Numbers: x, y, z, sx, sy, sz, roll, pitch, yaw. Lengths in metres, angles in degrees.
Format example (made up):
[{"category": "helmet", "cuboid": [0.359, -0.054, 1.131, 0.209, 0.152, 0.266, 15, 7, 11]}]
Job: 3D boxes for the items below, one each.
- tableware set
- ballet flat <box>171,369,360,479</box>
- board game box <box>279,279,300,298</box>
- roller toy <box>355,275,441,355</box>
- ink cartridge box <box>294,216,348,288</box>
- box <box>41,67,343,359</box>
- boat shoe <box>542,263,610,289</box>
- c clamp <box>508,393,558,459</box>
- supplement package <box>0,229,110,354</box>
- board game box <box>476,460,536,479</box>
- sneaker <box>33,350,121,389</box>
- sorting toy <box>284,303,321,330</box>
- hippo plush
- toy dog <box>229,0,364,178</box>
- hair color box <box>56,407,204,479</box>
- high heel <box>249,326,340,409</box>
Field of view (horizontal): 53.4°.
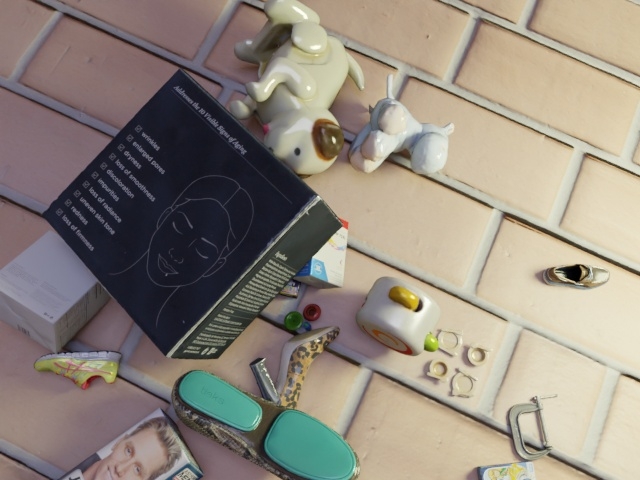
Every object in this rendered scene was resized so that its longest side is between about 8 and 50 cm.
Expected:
[{"category": "tableware set", "cuboid": [0.358, 0.317, 1.658, 0.141, 0.020, 0.169, 24, 73, 4]}, {"category": "ballet flat", "cuboid": [-0.134, 0.464, 1.501, 0.482, 0.182, 0.164, 23, 47, 13]}, {"category": "board game box", "cuboid": [-0.129, 0.067, 1.693, 0.170, 0.048, 0.141, 13, 74, 0]}, {"category": "roller toy", "cuboid": [0.197, 0.184, 1.598, 0.209, 0.191, 0.146, 43, 69, -32]}, {"category": "ink cartridge box", "cuboid": [0.000, 0.000, 1.670, 0.078, 0.134, 0.231, -9, 68, 40]}, {"category": "box", "cuboid": [-0.290, -0.051, 1.514, 0.480, 0.297, 0.472, 44, 92, 17]}, {"category": "boat shoe", "cuboid": [0.703, 0.096, 1.723, 0.183, 0.066, 0.066, -3, 73, -4]}, {"category": "c clamp", "cuboid": [0.551, 0.474, 1.620, 0.137, 0.022, 0.161, 0, 72, -4]}, {"category": "supplement package", "cuboid": [-0.655, 0.124, 1.556, 0.194, 0.149, 0.203, 30, 48, 7]}, {"category": "board game box", "cuboid": [0.466, 0.651, 1.553, 0.136, 0.035, 0.201, -5, 73, -5]}, {"category": "sneaker", "cuboid": [-0.602, 0.321, 1.570, 0.208, 0.081, 0.094, -1, 80, -2]}, {"category": "sorting toy", "cuboid": [-0.041, 0.208, 1.663, 0.101, 0.042, 0.061, -26, 60, 1]}, {"category": "hippo plush", "cuboid": [0.228, -0.264, 1.767, 0.236, 0.234, 0.294, 28, 30, -12]}, {"category": "toy dog", "cuboid": [-0.060, -0.373, 1.747, 0.395, 0.284, 0.408, 13, 66, -38]}, {"category": "hair color box", "cuboid": [-0.464, 0.565, 1.457, 0.347, 0.105, 0.174, -34, 52, -13]}, {"category": "high heel", "cuboid": [-0.038, 0.340, 1.614, 0.261, 0.093, 0.186, -25, 99, -23]}]
